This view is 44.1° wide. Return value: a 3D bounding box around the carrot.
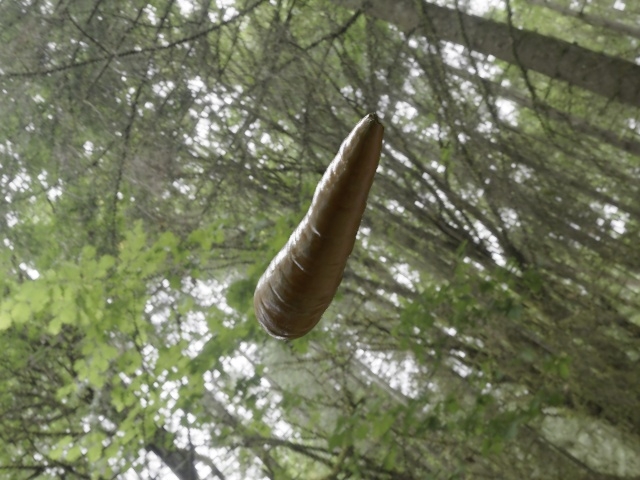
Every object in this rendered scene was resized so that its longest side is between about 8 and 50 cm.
[{"bbox_3d":[0.000,0.000,0.462,0.048,0.048,0.216,-27,-21,-31],"label":"carrot"}]
